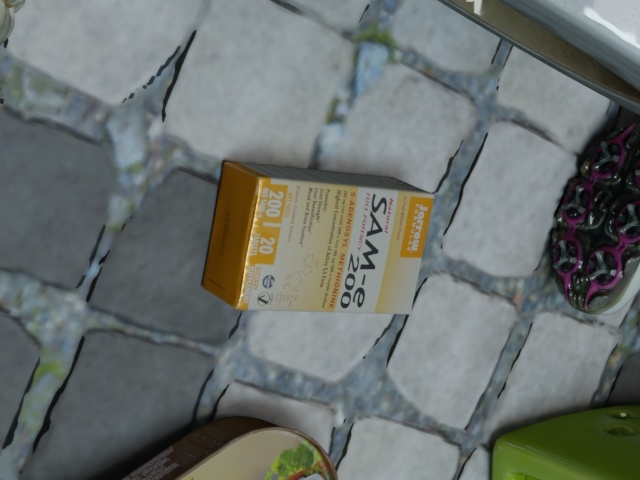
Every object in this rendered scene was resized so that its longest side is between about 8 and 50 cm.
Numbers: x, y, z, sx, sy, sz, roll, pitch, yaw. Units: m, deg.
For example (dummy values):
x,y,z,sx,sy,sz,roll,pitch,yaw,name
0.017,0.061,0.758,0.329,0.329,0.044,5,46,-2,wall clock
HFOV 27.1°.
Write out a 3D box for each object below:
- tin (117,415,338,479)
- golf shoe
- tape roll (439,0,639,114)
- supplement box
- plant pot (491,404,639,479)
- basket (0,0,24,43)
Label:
x,y,z,sx,sy,sz,roll,pitch,yaw,name
-0.069,0.153,0.604,0.190,0.040,0.106,-30,121,-34,tin
0.191,-0.040,0.711,0.086,0.067,0.186,26,89,-37,golf shoe
0.113,-0.156,0.505,0.246,0.246,0.169,24,100,-35,tape roll
0.000,0.000,0.619,0.098,0.036,0.062,3,103,-34,supplement box
0.246,0.209,0.731,0.207,0.227,0.228,-16,112,-34,plant pot
-0.134,-0.212,0.254,0.331,0.328,0.266,30,91,-14,basket
